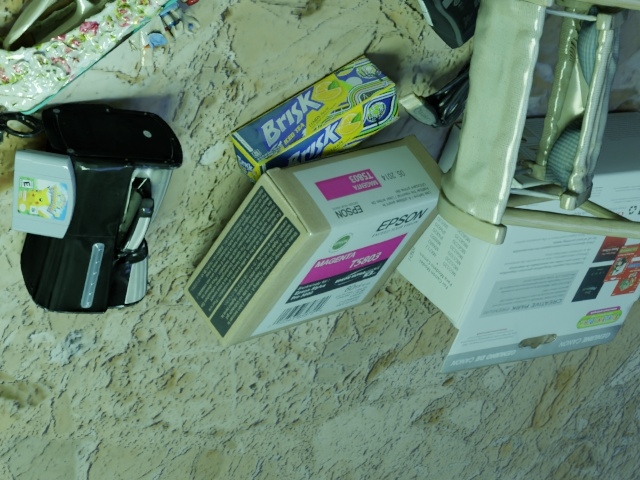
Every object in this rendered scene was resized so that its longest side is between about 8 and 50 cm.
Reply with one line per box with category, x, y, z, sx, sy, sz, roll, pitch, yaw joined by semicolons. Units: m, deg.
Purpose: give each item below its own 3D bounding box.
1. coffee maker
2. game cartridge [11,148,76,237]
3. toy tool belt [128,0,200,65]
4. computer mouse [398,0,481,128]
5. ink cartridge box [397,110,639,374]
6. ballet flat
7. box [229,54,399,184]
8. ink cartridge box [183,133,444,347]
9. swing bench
coffee maker;-0.229;-0.032;1.823;0.171;0.120;0.178;16;122;-4
game cartridge;-0.247;-0.041;1.740;0.056;0.017;0.083;7;122;-1
toy tool belt;-0.138;-0.196;1.777;0.083;0.051;0.052;-29;177;-17
computer mouse;0.121;-0.224;1.987;0.184;0.060;0.262;-54;154;-3
ink cartridge box;0.256;-0.001;2.277;0.309;0.130;0.272;-6;129;-39
ballet flat;-0.196;-0.205;1.699;0.241;0.091;0.077;-40;120;-11
box;-0.005;-0.116;1.977;0.169;0.059;0.054;-32;143;-15
ink cartridge box;0.000;0.000;2.012;0.234;0.088;0.193;-16;152;-45
swing bench;0.236;-0.140;1.955;0.254;0.165;0.253;0;109;-36
